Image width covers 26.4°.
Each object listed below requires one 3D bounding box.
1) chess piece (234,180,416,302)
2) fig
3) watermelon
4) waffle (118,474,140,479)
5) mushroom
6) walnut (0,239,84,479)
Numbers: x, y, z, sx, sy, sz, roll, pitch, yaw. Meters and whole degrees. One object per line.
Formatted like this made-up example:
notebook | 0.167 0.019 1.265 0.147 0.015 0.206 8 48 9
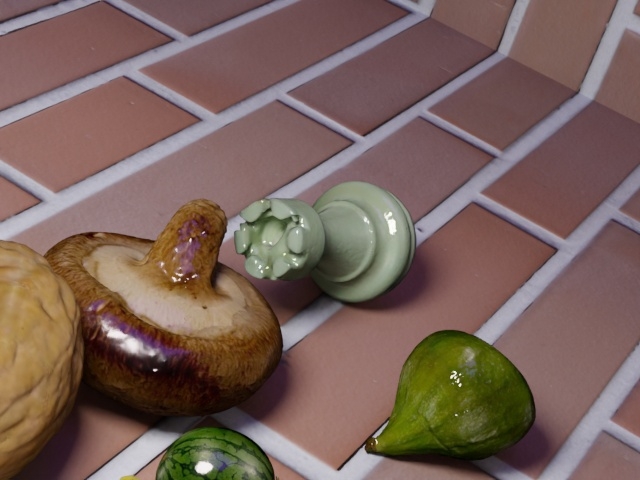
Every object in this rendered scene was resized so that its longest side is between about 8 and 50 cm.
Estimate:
chess piece | 0.000 0.000 2.077 0.194 0.195 0.299 37 17 27
fig | 0.176 0.249 1.932 0.235 0.203 0.203 -43 59 -11
watermelon | -0.110 0.307 1.677 0.187 0.141 0.141 24 31 -12
waffle | -0.166 0.409 1.500 0.311 0.060 0.307 22 51 6
mushroom | -0.219 0.112 1.868 0.345 0.239 0.345 -4 33 3
walnut | -0.439 0.153 1.606 0.306 0.306 0.344 17 31 -3
